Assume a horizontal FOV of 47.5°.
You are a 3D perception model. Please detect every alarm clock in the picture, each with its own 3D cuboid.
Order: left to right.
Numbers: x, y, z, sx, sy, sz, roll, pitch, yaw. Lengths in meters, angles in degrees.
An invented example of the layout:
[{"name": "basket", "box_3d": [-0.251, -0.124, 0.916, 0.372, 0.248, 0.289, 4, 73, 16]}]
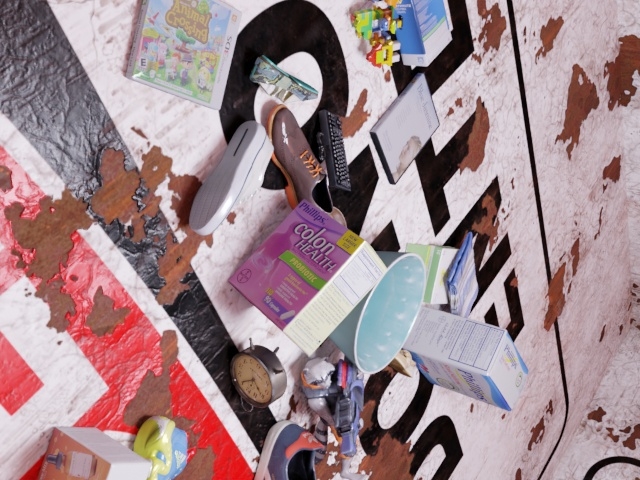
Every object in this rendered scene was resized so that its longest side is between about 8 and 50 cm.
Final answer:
[{"name": "alarm clock", "box_3d": [-0.137, 0.304, 1.574, 0.064, 0.129, 0.192, -23, 147, -48]}]

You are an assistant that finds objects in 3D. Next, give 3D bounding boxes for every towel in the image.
[{"name": "towel", "box_3d": [0.443, 0.138, 2.239, 0.209, 0.034, 0.285, -61, 151, -32]}]

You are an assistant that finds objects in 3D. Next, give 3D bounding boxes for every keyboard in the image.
[{"name": "keyboard", "box_3d": [0.029, -0.204, 1.630, 0.108, 0.023, 0.180, 9, 68, -52]}]

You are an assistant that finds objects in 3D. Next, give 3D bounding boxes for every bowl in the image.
[{"name": "bowl", "box_3d": [0.109, 0.149, 1.764, 0.311, 0.163, 0.312, -37, 138, -41]}]

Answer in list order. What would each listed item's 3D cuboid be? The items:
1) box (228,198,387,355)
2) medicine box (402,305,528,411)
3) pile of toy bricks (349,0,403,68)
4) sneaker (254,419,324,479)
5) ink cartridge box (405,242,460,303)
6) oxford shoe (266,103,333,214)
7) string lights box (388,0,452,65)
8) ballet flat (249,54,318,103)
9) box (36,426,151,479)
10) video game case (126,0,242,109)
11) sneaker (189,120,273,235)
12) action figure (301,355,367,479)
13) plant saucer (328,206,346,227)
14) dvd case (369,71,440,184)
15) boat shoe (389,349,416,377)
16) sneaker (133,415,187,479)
[{"name": "box", "box_3d": [-0.029, 0.072, 1.504, 0.243, 0.213, 0.117, -46, 136, -7]}, {"name": "medicine box", "box_3d": [0.427, 0.346, 2.136, 0.149, 0.289, 0.263, -60, 139, -19]}, {"name": "pile of toy bricks", "box_3d": [0.118, -0.506, 1.655, 0.105, 0.118, 0.212, -18, 136, -17]}, {"name": "sneaker", "box_3d": [-0.081, 0.612, 1.712, 0.131, 0.148, 0.350, 6, 97, -51]}, {"name": "ink cartridge box", "box_3d": [0.318, 0.098, 2.116, 0.235, 0.056, 0.171, 5, 98, -53]}, {"name": "oxford shoe", "box_3d": [-0.035, -0.170, 1.558, 0.097, 0.098, 0.271, -48, 134, -31]}, {"name": "string lights box", "box_3d": [0.237, -0.576, 1.780, 0.133, 0.076, 0.260, -49, 135, -30]}, {"name": "ballet flat", "box_3d": [-0.079, -0.319, 1.498, 0.188, 0.070, 0.070, 21, 85, -50]}, {"name": "box", "box_3d": [-0.394, 0.411, 1.245, 0.091, 0.170, 0.130, 21, 85, -53]}, {"name": "video game case", "box_3d": [-0.240, -0.355, 1.308, 0.212, 0.023, 0.193, 11, 93, -52]}, {"name": "sneaker", "box_3d": [-0.161, -0.110, 1.425, 0.091, 0.094, 0.258, 46, 65, -42]}, {"name": "action figure", "box_3d": [0.026, 0.432, 1.756, 0.341, 0.178, 0.330, -77, 154, -63]}, {"name": "plant saucer", "box_3d": [0.000, 0.000, 1.712, 0.168, 0.029, 0.168, -22, 119, -46]}, {"name": "dvd case", "box_3d": [0.227, -0.293, 1.902, 0.253, 0.022, 0.180, -53, 136, -27]}, {"name": "boat shoe", "box_3d": [0.232, 0.341, 2.085, 0.059, 0.063, 0.170, -65, 150, -17]}, {"name": "sneaker", "box_3d": [-0.323, 0.469, 1.416, 0.126, 0.091, 0.240, 37, 72, -50]}]
